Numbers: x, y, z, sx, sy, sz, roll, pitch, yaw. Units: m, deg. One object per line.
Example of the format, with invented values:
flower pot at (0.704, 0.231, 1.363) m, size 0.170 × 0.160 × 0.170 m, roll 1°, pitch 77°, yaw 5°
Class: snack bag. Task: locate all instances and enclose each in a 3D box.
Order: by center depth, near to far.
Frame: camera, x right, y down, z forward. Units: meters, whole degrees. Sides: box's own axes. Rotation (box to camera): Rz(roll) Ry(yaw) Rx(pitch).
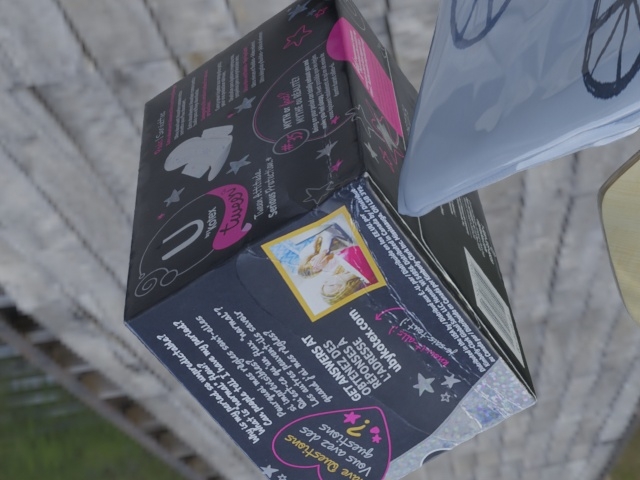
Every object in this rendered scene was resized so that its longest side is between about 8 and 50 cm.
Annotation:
snack bag at (0.129, -0.181, 0.552) m, size 0.037 × 0.323 × 0.342 m, roll 17°, pitch 168°, yaw -15°

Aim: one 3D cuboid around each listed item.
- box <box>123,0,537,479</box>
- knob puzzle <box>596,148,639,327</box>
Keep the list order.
box at (0.000, 0.000, 0.853) m, size 0.142 × 0.247 × 0.163 m, roll -31°, pitch 117°, yaw 15°
knob puzzle at (0.245, -0.009, 0.908) m, size 0.213 × 0.213 × 0.030 m, roll -10°, pitch -156°, yaw -4°
